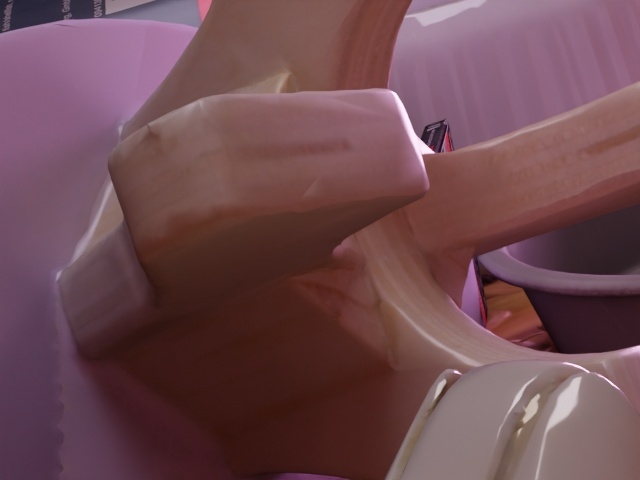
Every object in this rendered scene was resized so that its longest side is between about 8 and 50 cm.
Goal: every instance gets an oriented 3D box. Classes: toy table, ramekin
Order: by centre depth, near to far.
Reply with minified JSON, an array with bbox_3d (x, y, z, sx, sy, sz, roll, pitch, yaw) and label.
[{"bbox_3d":[0.000,0.000,0.517,0.161,0.252,0.274,-25,1,39],"label":"toy table"},{"bbox_3d":[0.089,-0.075,0.984,0.273,0.127,0.273,-16,12,3],"label":"ramekin"}]

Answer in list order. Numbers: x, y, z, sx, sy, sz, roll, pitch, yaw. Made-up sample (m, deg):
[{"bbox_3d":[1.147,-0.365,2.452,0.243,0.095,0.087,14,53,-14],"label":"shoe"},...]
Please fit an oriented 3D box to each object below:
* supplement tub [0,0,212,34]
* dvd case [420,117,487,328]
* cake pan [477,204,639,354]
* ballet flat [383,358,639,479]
[{"bbox_3d":[-0.109,-0.006,0.763,0.272,0.191,0.191,-15,11,6],"label":"supplement tub"},{"bbox_3d":[0.051,0.004,0.755,0.013,0.087,0.119,-11,12,8],"label":"dvd case"},{"bbox_3d":[0.205,-0.012,0.698,0.293,0.054,0.293,-16,11,3],"label":"cake pan"},{"bbox_3d":[0.078,0.061,0.386,0.316,0.106,0.107,-23,13,-28],"label":"ballet flat"}]
